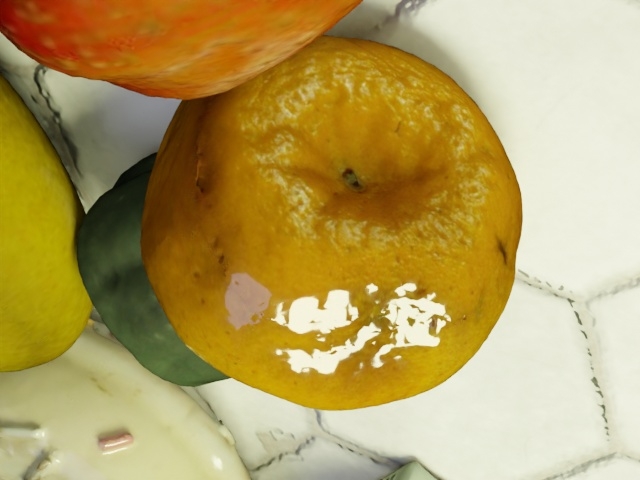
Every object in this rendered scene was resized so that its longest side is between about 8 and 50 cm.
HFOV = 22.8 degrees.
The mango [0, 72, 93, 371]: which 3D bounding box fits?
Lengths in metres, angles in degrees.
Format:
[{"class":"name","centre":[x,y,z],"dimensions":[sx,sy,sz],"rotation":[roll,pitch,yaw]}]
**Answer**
[{"class":"mango","centre":[-0.343,-0.057,1.142],"dimensions":[0.301,0.220,0.445],"rotation":[-17,124,44]}]

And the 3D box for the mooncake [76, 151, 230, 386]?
[{"class":"mooncake","centre":[-0.085,0.015,1.149],"dimensions":[0.175,0.168,0.104],"rotation":[21,139,-41]}]

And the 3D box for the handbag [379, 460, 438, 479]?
[{"class":"handbag","centre":[0.020,0.330,1.340],"dimensions":[0.151,0.171,0.298],"rotation":[41,134,-13]}]

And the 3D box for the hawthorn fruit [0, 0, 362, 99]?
[{"class":"hawthorn fruit","centre":[-0.064,-0.220,0.831],"dimensions":[0.299,0.275,0.275],"rotation":[-30,113,23]}]

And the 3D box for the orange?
[{"class":"orange","centre":[0.000,0.000,1.023],"dimensions":[0.249,0.249,0.183],"rotation":[32,152,-2]}]

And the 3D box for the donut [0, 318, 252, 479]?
[{"class":"donut","centre":[-0.225,0.230,1.373],"dimensions":[0.382,0.142,0.383],"rotation":[18,132,21]}]
